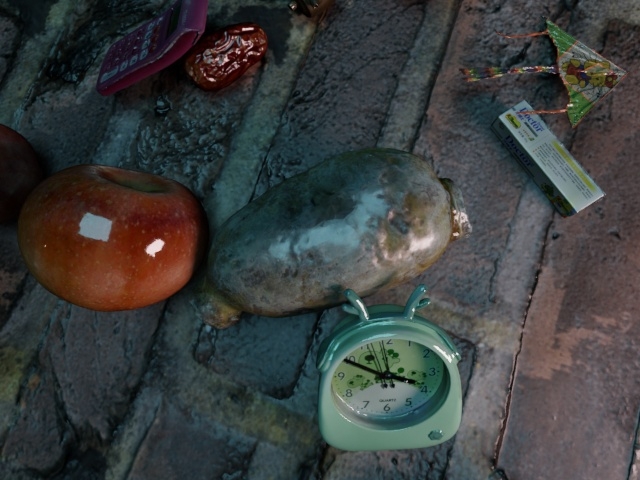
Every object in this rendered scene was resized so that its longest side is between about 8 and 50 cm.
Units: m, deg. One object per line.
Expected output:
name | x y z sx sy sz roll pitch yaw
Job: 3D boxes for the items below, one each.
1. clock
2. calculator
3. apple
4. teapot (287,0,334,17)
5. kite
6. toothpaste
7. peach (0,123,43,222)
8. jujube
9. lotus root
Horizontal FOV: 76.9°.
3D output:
clock | 0.074 0.137 0.444 0.160 0.066 0.210 -3 114 1
calculator | -0.239 -0.283 0.578 0.191 0.034 0.126 -21 55 19
apple | -0.236 0.000 0.478 0.201 0.201 0.162 21 107 8
teapot | -0.024 -0.369 0.592 0.068 0.076 0.121 -44 52 5
kite | 0.306 -0.236 0.550 0.245 0.006 0.197 -1 70 -6
toothpaste | 0.299 -0.108 0.533 0.046 0.034 0.164 -33 79 -1
peach | -0.476 -0.102 0.544 0.152 0.152 0.152 -1 80 5
jujube | -0.136 -0.266 0.581 0.129 0.077 0.077 -30 79 -5
lotus root | -0.001 -0.002 0.473 0.350 0.175 0.174 -22 79 1
